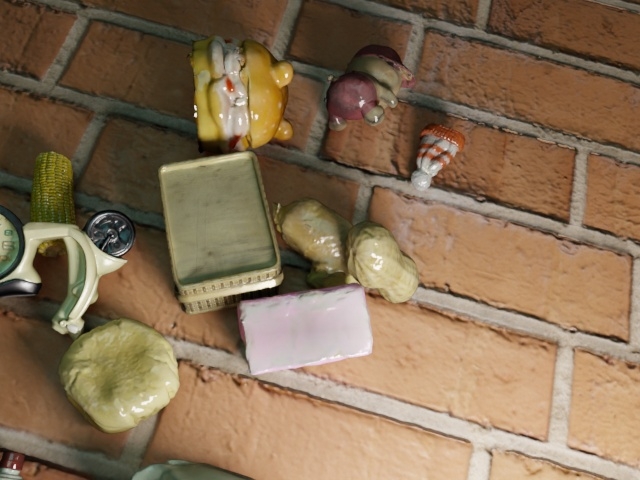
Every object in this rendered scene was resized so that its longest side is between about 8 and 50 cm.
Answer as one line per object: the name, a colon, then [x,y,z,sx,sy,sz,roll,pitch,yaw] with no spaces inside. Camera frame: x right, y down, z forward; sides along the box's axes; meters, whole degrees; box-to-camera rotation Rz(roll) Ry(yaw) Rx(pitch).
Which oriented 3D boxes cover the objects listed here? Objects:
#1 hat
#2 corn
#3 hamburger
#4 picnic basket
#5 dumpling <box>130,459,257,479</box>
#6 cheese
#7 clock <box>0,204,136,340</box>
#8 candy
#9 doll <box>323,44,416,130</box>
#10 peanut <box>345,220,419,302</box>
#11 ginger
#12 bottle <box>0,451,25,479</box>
hat: [0.273,-0.197,1.538,0.112,0.094,0.162,24,71,18]
corn: [-0.594,-0.082,1.399,0.093,0.093,0.244,-9,66,-10]
hamburger: [-0.182,-0.341,1.467,0.236,0.276,0.277,-3,66,-5]
picnic basket: [-0.217,-0.007,1.361,0.227,0.175,0.313,-11,63,-9]
dumpling: [-0.160,0.517,1.128,0.320,0.270,0.211,23,40,31]
cheese: [-0.398,0.261,1.255,0.214,0.117,0.226,-36,69,-25]
clock: [-0.577,0.058,1.266,0.378,0.120,0.277,7,87,-22]
candy: [-0.035,0.182,1.307,0.264,0.116,0.156,-8,86,-7]
doll: [0.123,-0.383,1.571,0.196,0.152,0.256,23,54,15]
peanut: [0.132,0.057,1.339,0.123,0.257,0.124,-17,51,22]
ginger: [0.000,0.000,1.397,0.152,0.138,0.267,-34,78,-13]
bottle: [-0.584,0.507,1.129,0.104,0.104,0.245,7,65,-2]
